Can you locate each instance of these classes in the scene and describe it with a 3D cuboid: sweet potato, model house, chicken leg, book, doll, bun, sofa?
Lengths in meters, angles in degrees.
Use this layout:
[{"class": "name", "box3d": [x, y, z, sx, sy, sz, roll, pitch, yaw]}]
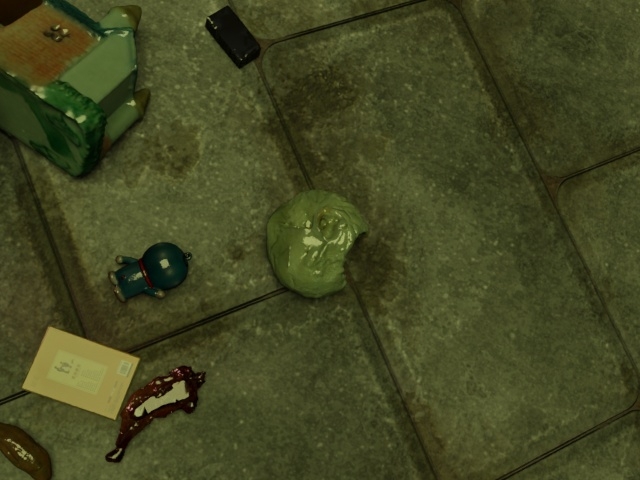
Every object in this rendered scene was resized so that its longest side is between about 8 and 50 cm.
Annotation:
[{"class": "sweet potato", "box3d": [-0.518, 0.337, 1.140, 0.182, 0.054, 0.053, 35, 63, 0]}, {"class": "model house", "box3d": [-0.439, -0.323, 1.276, 0.267, 0.194, 0.325, 34, 58, 0]}, {"class": "chicken leg", "box3d": [-0.294, 0.296, 1.201, 0.219, 0.048, 0.089, -33, 82, -18]}, {"class": "book", "box3d": [-0.421, 0.234, 1.207, 0.172, 0.012, 0.118, 22, 73, -7]}, {"class": "doll", "box3d": [-0.305, 0.056, 1.244, 0.152, 0.085, 0.114, -26, 71, -7]}, {"class": "bun", "box3d": [0.000, 0.000, 1.300, 0.204, 0.126, 0.212, -7, 79, -12]}, {"class": "sofa", "box3d": [-0.180, -0.420, 1.410, 0.060, 0.039, 0.118, -38, 87, -17]}]

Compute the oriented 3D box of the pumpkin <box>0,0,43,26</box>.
[{"class": "pumpkin", "box3d": [-0.646, -0.494, 1.201, 0.225, 0.256, 0.303, -50, 122, -28]}]
